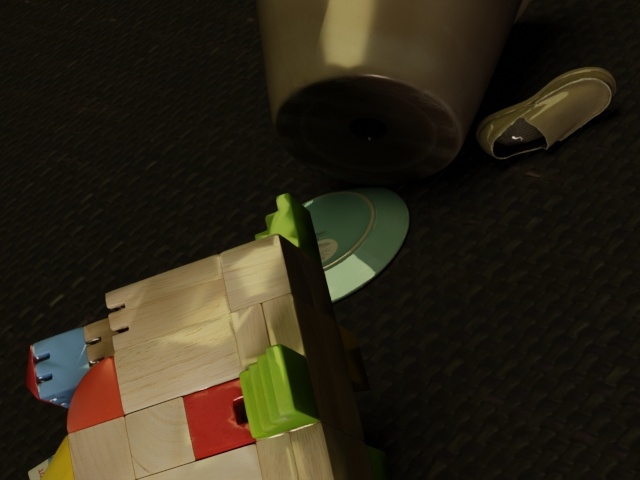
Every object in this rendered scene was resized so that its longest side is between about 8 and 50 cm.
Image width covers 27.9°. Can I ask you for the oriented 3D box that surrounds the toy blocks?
[{"bbox_3d":[-0.101,0.178,0.947,0.261,0.191,0.381,-20,68,15],"label":"toy blocks"}]

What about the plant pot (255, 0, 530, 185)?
[{"bbox_3d":[0.064,-0.220,1.338,0.323,0.323,0.280,-10,55,28],"label":"plant pot"}]

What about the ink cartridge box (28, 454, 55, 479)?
[{"bbox_3d":[-0.190,0.212,1.141,0.122,0.052,0.088,-34,33,-4],"label":"ink cartridge box"}]

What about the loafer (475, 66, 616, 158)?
[{"bbox_3d":[0.224,-0.118,1.265,0.148,0.056,0.050,-29,32,21],"label":"loafer"}]

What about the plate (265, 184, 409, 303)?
[{"bbox_3d":[0.000,0.000,1.304,0.188,0.024,0.188,-20,34,14],"label":"plate"}]
